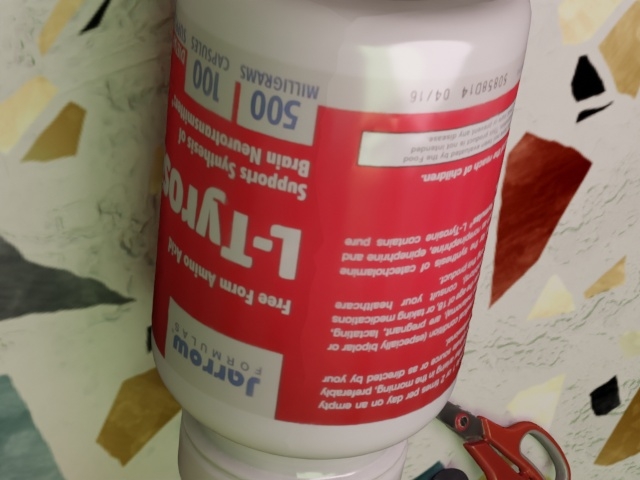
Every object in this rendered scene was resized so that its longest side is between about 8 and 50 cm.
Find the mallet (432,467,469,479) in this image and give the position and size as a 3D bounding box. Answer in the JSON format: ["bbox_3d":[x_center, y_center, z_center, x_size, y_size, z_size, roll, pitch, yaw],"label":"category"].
[{"bbox_3d":[0.061,0.271,1.301,0.190,0.039,0.062,-18,126,-14],"label":"mallet"}]

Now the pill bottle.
[{"bbox_3d":[0.000,0.000,0.965,0.229,0.229,0.407,-7,122,-26],"label":"pill bottle"}]

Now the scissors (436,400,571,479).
[{"bbox_3d":[0.143,0.168,1.288,0.109,0.021,0.297,-52,120,-23],"label":"scissors"}]
